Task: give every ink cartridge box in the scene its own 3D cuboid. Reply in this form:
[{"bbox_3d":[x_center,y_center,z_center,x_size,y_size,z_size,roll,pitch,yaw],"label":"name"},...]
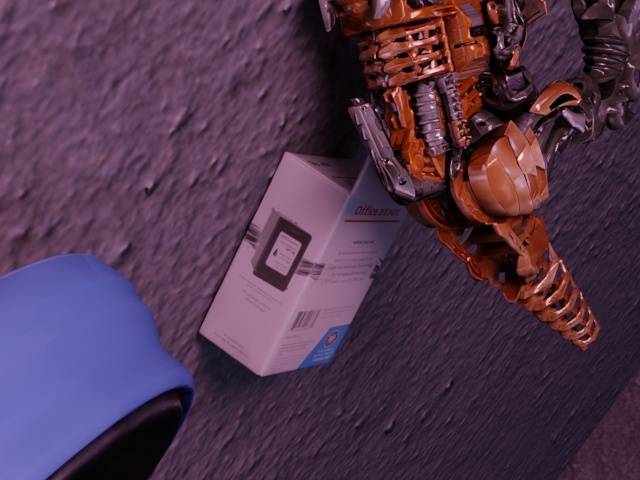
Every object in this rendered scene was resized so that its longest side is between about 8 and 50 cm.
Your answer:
[{"bbox_3d":[0.000,0.000,0.883,0.104,0.060,0.180,0,120,-61],"label":"ink cartridge box"}]

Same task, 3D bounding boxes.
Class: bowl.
[{"bbox_3d":[-0.202,0.176,0.562,0.391,0.077,0.391,-49,173,-8],"label":"bowl"}]

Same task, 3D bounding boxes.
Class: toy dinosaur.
[{"bbox_3d":[0.100,-0.071,0.818,0.218,0.164,0.321,-49,140,-40],"label":"toy dinosaur"}]
